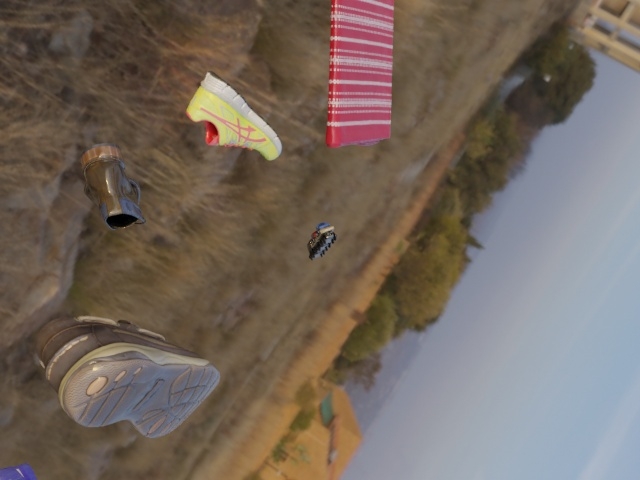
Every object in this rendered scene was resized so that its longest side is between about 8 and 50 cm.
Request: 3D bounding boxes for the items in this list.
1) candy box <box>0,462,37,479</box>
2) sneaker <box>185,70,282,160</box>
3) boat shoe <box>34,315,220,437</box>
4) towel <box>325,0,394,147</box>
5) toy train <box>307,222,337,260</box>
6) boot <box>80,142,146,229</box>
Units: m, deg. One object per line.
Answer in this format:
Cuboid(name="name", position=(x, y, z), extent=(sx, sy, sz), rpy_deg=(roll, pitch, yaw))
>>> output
Cuboid(name="candy box", position=(-0.344, 0.390, 0.692), extent=(0.268, 0.122, 0.317), rpy_deg=(-13, 103, -31))
Cuboid(name="sneaker", position=(-0.145, -0.185, 1.341), extent=(0.094, 0.081, 0.208), rpy_deg=(-50, 135, -1))
Cuboid(name="boat shoe", position=(-0.237, 0.160, 1.053), extent=(0.132, 0.130, 0.355), rpy_deg=(-44, 160, -4))
Cuboid(name="towel", position=(0.059, -0.278, 1.232), extent=(0.199, 0.031, 0.275), rpy_deg=(-19, 112, -61))
Cuboid(name="toy train", position=(0.000, 0.000, 1.336), extent=(0.027, 0.036, 0.158), rpy_deg=(-18, 171, -13))
Cuboid(name="boot", position=(-0.305, -0.047, 1.216), extent=(0.082, 0.106, 0.219), rpy_deg=(-15, 160, -7))
